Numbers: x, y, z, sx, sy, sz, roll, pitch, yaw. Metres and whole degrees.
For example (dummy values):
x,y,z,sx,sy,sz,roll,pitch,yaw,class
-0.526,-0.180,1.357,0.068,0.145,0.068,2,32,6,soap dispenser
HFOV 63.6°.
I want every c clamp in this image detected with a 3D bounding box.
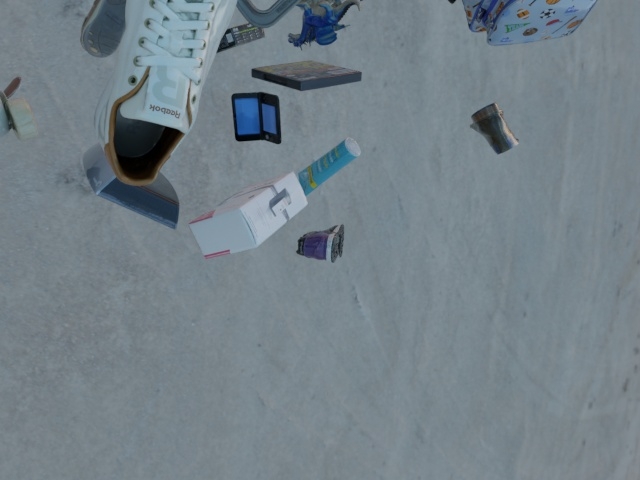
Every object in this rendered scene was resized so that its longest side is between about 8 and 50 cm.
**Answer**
x,y,z,sx,sy,sz,roll,pitch,yaw,class
-0.096,-0.427,0.841,0.161,0.022,0.137,-35,107,4,c clamp

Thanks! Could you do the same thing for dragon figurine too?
x,y,z,sx,sy,sz,roll,pitch,yaw,class
0.021,-0.595,1.414,0.085,0.289,0.144,-54,139,-27,dragon figurine

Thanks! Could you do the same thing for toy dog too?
x,y,z,sx,sy,sz,roll,pitch,yaw,class
-0.712,-0.291,1.061,0.220,0.334,0.160,-31,126,-50,toy dog

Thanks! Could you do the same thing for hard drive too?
x,y,z,sx,sy,sz,roll,pitch,yaw,class
-0.364,-0.116,1.000,0.172,0.255,0.054,28,99,-36,hard drive

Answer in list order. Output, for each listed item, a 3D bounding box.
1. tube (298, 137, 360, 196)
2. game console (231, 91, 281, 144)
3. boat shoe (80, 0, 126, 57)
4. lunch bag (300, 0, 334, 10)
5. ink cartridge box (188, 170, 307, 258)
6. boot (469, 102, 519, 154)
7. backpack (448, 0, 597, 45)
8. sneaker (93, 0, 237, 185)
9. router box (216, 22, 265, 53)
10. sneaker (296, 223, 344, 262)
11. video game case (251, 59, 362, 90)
x,y,z,sx,sy,sz,roll,pitch,yaw,class
0.013,-0.186,1.313,0.052,0.207,0.080,19,54,-36,tube
-0.156,-0.298,1.273,0.071,0.107,0.122,-25,126,-36,game console
-0.599,-0.686,1.506,0.324,0.116,0.123,-55,136,-5,boat shoe
0.024,-0.859,1.515,0.212,0.256,0.304,-30,107,-81,lunch bag
-0.151,-0.058,1.122,0.218,0.159,0.092,-43,115,-52,ink cartridge box
0.398,-0.241,1.182,0.106,0.082,0.219,65,24,5,boot
0.416,-0.519,0.997,0.263,0.277,0.212,82,-5,-71,backpack
-0.136,-0.177,0.491,0.106,0.123,0.290,6,127,-34,sneaker
-0.188,-0.429,1.099,0.122,0.092,0.038,-49,125,-52,router box
0.000,0.000,1.567,0.283,0.124,0.107,-19,113,-79,sneaker
-0.045,-0.549,1.712,0.275,0.248,0.035,-23,128,-38,video game case
